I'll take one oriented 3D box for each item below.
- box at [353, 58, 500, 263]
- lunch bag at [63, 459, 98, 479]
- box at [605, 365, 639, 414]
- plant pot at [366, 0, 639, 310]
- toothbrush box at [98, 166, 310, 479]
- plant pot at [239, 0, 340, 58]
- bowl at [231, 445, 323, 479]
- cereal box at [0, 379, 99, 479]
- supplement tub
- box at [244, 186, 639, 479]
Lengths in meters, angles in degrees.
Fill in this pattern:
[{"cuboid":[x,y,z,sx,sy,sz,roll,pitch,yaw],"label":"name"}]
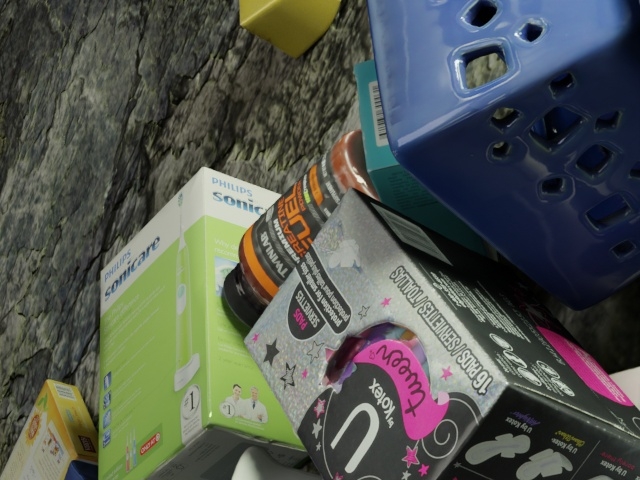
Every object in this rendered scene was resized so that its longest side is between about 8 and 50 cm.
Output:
[{"cuboid":[0.086,-0.026,1.235,0.060,0.244,0.100,-13,54,9],"label":"box"},{"cuboid":[-0.240,0.280,1.781,0.098,0.067,0.065,34,104,61],"label":"lunch bag"},{"cuboid":[0.196,0.197,1.060,0.322,0.058,0.232,-21,55,46],"label":"box"},{"cuboid":[0.181,-0.129,1.102,0.212,0.236,0.236,-26,48,27],"label":"plant pot"},{"cuboid":[-0.113,0.109,1.603,0.206,0.122,0.283,-43,41,40],"label":"toothbrush box"},{"cuboid":[-0.025,-0.249,1.699,0.083,0.081,0.081,-32,47,35],"label":"plant pot"},{"cuboid":[0.006,0.293,1.162,0.298,0.134,0.297,2,-90,-83],"label":"bowl"},{"cuboid":[-0.327,0.304,1.938,0.240,0.047,0.173,-63,30,16],"label":"cereal box"},{"cuboid":[0.000,0.000,1.470,0.198,0.106,0.106,-44,39,31],"label":"supplement tub"},{"cuboid":[0.079,0.102,1.078,0.142,0.163,0.247,-56,34,13],"label":"box"}]
